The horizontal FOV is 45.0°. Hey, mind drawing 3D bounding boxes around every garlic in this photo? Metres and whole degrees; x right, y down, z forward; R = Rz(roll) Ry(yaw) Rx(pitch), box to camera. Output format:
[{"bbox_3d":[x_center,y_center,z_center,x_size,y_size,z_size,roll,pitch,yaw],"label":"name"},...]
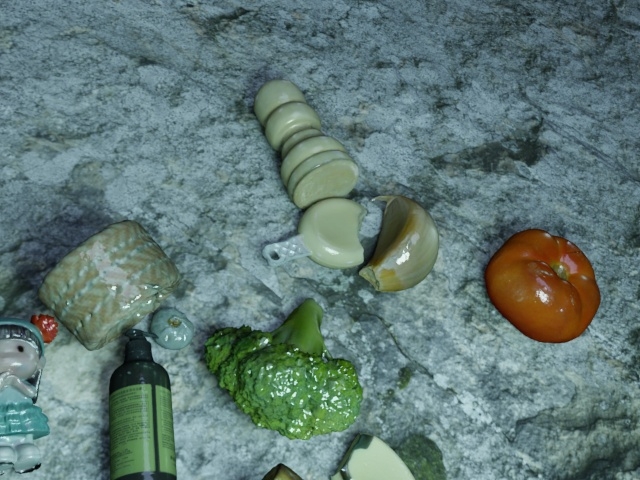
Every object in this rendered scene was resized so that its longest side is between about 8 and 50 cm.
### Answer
[{"bbox_3d":[0.173,-0.001,1.654,0.164,0.145,0.245,1,49,13],"label":"garlic"}]

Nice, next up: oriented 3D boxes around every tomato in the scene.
[{"bbox_3d":[0.479,0.101,1.678,0.259,0.180,0.260,14,53,-20],"label":"tomato"}]

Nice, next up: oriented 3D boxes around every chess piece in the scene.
[{"bbox_3d":[-0.046,-0.228,1.684,0.167,0.167,0.300,-9,57,-30],"label":"chess piece"}]

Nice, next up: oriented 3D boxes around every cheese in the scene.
[{"bbox_3d":[0.143,0.451,1.359,0.251,0.054,0.127,38,50,2],"label":"cheese"},{"bbox_3d":[-0.011,-0.016,1.600,0.248,0.071,0.163,1,57,-24],"label":"cheese"}]

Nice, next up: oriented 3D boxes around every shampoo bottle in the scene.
[{"bbox_3d":[-0.289,0.273,1.247,0.101,0.101,0.284,4,56,-23],"label":"shampoo bottle"}]

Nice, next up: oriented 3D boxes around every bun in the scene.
[{"bbox_3d":[-0.264,0.155,1.377,0.083,0.045,0.083,15,48,-18],"label":"bun"}]

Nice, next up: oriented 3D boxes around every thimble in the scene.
[{"bbox_3d":[-0.344,0.076,1.291,0.196,0.229,0.148,-41,87,1],"label":"thimble"}]

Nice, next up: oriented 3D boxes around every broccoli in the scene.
[{"bbox_3d":[-0.078,0.233,1.360,0.254,0.186,0.302,3,14,-20],"label":"broccoli"}]

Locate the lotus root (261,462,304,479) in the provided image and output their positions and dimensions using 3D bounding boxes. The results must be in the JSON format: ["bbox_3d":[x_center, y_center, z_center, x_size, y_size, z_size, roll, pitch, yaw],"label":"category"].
[{"bbox_3d":[-0.105,0.447,1.169,0.074,0.261,0.170,34,18,-1],"label":"lotus root"}]

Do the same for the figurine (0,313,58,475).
[{"bbox_3d":[-0.471,0.233,1.192,0.138,0.110,0.245,4,59,-34],"label":"figurine"}]
